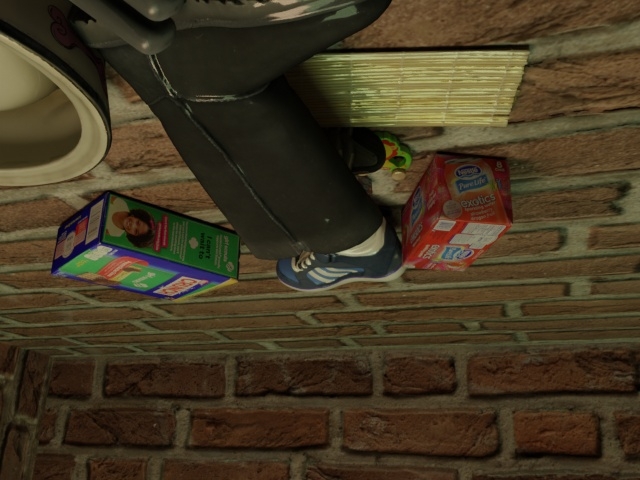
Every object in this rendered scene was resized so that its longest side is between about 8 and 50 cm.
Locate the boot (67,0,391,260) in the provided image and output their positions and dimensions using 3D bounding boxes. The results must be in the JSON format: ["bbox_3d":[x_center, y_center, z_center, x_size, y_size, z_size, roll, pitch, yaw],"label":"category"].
[{"bbox_3d":[-0.021,-0.130,0.765,0.366,0.146,0.445,4,145,30],"label":"boot"}]

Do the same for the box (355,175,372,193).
[{"bbox_3d":[0.019,-0.098,1.119,0.093,0.027,0.137,-9,169,29],"label":"box"}]

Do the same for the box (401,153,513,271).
[{"bbox_3d":[0.232,-0.040,1.148,0.128,0.123,0.257,5,159,-5],"label":"box"}]

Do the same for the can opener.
[{"bbox_3d":[-0.253,-0.254,0.544,0.283,0.095,0.076,37,138,2],"label":"can opener"}]

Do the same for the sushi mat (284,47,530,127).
[{"bbox_3d":[0.109,-0.200,0.868,0.316,0.019,0.151,0,150,5],"label":"sushi mat"}]

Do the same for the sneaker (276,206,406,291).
[{"bbox_3d":[0.000,0.000,1.308,0.322,0.130,0.236,-5,149,31],"label":"sneaker"}]

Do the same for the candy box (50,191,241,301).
[{"bbox_3d":[-0.376,0.030,1.401,0.317,0.122,0.268,17,154,-37],"label":"candy box"}]

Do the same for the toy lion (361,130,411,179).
[{"bbox_3d":[0.101,-0.140,1.037,0.100,0.034,0.096,6,151,-12],"label":"toy lion"}]

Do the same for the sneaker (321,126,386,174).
[{"bbox_3d":[-0.012,-0.133,1.008,0.228,0.086,0.132,11,165,6],"label":"sneaker"}]

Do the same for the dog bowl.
[{"bbox_3d":[-0.436,-0.214,0.728,0.407,0.150,0.408,3,160,1],"label":"dog bowl"}]
